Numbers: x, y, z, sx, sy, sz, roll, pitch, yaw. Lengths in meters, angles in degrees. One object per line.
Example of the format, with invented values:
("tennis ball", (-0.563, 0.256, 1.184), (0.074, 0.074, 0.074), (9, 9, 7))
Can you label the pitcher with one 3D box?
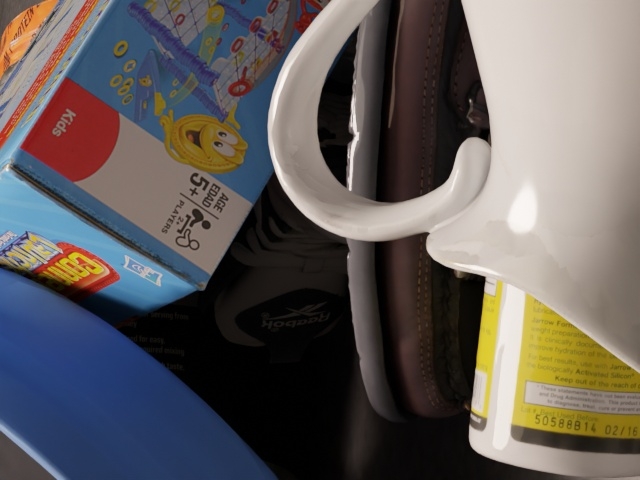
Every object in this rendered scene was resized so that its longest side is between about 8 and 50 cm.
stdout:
("pitcher", (0.070, -0.081, 0.552), (0.125, 0.178, 0.207), (-27, -51, -59))

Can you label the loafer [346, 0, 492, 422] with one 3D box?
("loafer", (0.068, -0.081, 0.694), (0.109, 0.095, 0.302), (-10, -77, -71))

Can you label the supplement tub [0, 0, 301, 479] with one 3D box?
("supplement tub", (-0.108, 0.033, 1.091), (0.193, 0.194, 0.316), (129, 143, -64))

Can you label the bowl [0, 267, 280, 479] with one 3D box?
("bowl", (-0.106, 0.177, 0.852), (0.391, 0.077, 0.391), (30, 141, 28))

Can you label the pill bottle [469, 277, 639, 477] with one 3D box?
("pill bottle", (0.086, 0.016, 0.644), (0.065, 0.065, 0.116), (-158, 74, -74))

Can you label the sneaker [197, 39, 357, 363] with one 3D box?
("sneaker", (0.000, 0.000, 0.904), (0.235, 0.094, 0.153), (-125, 41, -66))

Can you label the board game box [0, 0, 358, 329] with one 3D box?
("board game box", (-0.061, -0.102, 0.875), (0.308, 0.086, 0.302), (-60, 14, -19))
